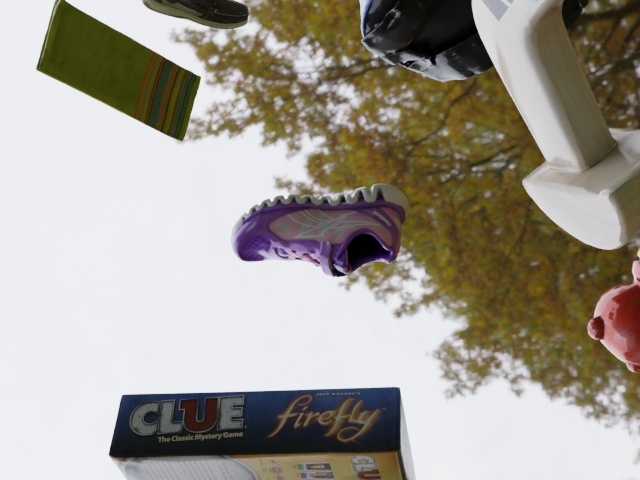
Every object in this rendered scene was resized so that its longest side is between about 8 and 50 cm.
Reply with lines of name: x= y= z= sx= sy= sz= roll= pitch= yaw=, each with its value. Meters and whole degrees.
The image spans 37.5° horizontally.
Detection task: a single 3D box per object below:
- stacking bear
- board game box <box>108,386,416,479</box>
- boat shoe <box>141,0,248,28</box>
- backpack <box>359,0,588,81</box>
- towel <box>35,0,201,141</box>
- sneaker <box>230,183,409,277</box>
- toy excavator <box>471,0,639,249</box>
stacking bear: x=0.466 y=0.037 z=1.194 sx=0.175 sy=0.289 sz=0.164 roll=36 pitch=-168 yaw=-22
board game box: x=-0.018 y=0.175 z=0.616 sx=0.243 sy=0.165 sz=0.042 roll=77 pitch=-167 yaw=-50
boat shoe: x=-0.165 y=-0.327 z=1.287 sx=0.152 sy=0.049 sz=0.056 roll=3 pitch=-135 yaw=-28
backpack: x=0.174 y=-0.354 z=1.265 sx=0.277 sy=0.263 sz=0.213 roll=24 pitch=-141 yaw=-28
towel: x=-0.254 y=-0.217 z=1.227 sx=0.237 sy=0.021 sz=0.102 roll=25 pitch=-110 yaw=-46
sneaker: x=0.000 y=0.000 z=1.211 sx=0.095 sy=0.236 sz=0.104 roll=72 pitch=-169 yaw=-54
toy excavator: x=0.126 y=-0.216 z=0.578 sx=0.222 sy=0.445 sz=0.433 roll=-39 pitch=-97 yaw=-7
